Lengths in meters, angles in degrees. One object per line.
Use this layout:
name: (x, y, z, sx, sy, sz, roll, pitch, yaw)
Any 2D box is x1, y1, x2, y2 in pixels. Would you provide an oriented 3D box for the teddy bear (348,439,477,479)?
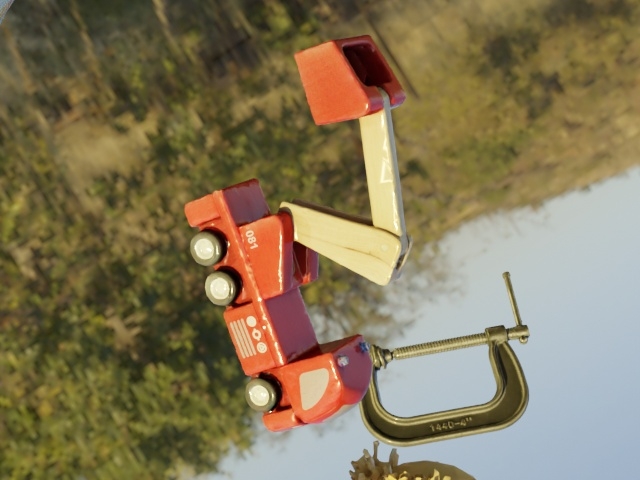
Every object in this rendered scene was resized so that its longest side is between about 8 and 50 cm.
teddy bear: (0.029, 0.222, 0.496, 0.113, 0.245, 0.338, -33, -149, 35)

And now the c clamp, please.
c clamp: (0.103, 0.105, 1.138, 0.160, 0.137, 0.022, -14, 148, -7)

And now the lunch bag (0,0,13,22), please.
lunch bag: (-0.208, -0.211, 0.732, 0.223, 0.160, 0.262, -25, -133, 68)

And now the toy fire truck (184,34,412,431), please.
toy fire truck: (0.000, 0.000, 0.743, 0.135, 0.192, 0.047, -19, -178, 30)
